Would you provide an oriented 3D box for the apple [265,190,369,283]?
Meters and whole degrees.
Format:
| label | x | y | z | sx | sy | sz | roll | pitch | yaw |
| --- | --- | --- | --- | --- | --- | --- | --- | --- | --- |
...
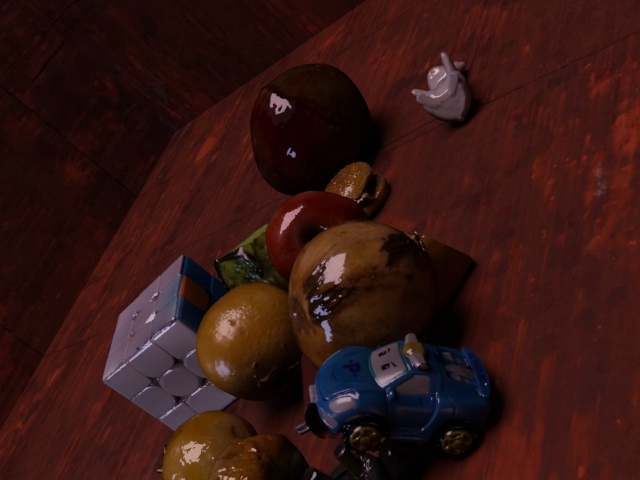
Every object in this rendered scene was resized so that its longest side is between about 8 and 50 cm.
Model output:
| label | x | y | z | sx | sy | sz | roll | pitch | yaw |
| --- | --- | --- | --- | --- | --- | --- | --- | --- | --- |
| apple | 0.000 | 0.000 | 2.052 | 0.260 | 0.260 | 0.216 | -47 | -3 | 4 |

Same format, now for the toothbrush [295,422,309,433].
| label | x | y | z | sx | sy | sz | roll | pitch | yaw |
| --- | --- | --- | --- | --- | --- | --- | --- | --- | --- |
| toothbrush | 0.028 | 0.364 | 1.763 | 0.219 | 0.019 | 0.016 | -32 | 22 | 32 |

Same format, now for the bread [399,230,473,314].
| label | x | y | z | sx | sy | sz | roll | pitch | yaw |
| --- | --- | --- | --- | --- | --- | --- | --- | --- | --- |
| bread | 0.202 | 0.061 | 1.740 | 0.169 | 0.160 | 0.140 | -57 | 26 | -17 |

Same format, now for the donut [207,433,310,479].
| label | x | y | z | sx | sy | sz | roll | pitch | yaw |
| --- | --- | --- | --- | --- | --- | --- | --- | --- | --- |
| donut | -0.091 | 0.495 | 1.470 | 0.160 | 0.330 | 0.330 | -21 | 34 | 20 |

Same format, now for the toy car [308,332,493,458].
| label | x | y | z | sx | sy | sz | roll | pitch | yaw |
| --- | --- | --- | --- | --- | --- | --- | --- | --- | --- |
| toy car | 0.141 | 0.251 | 1.445 | 0.198 | 0.314 | 0.166 | -100 | 17 | -62 |

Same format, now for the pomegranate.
| label | x | y | z | sx | sy | sz | roll | pitch | yaw |
| --- | --- | --- | --- | --- | --- | --- | --- | --- | --- |
| pomegranate | 0.078 | 0.114 | 1.638 | 0.322 | 0.322 | 0.322 | -38 | 27 | 23 |

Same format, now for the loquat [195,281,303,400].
| label | x | y | z | sx | sy | sz | roll | pitch | yaw |
| --- | --- | --- | --- | --- | --- | --- | --- | --- | --- |
| loquat | -0.152 | 0.243 | 1.934 | 0.275 | 0.275 | 0.275 | -38 | 27 | 23 |

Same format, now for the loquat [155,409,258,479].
| label | x | y | z | sx | sy | sz | roll | pitch | yaw |
| --- | --- | --- | --- | --- | --- | --- | --- | --- | --- |
| loquat | -0.234 | 0.476 | 1.777 | 0.244 | 0.244 | 0.244 | -38 | 27 | 23 |

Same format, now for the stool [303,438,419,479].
| label | x | y | z | sx | sy | sz | roll | pitch | yaw |
| --- | --- | --- | --- | --- | --- | --- | --- | --- | --- |
| stool | 0.067 | 0.426 | 1.468 | 0.153 | 0.139 | 0.228 | -4 | 52 | 57 |

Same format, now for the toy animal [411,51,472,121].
| label | x | y | z | sx | sy | sz | roll | pitch | yaw |
| --- | --- | --- | --- | --- | --- | --- | --- | --- | --- |
| toy animal | 0.329 | -0.418 | 2.249 | 0.140 | 0.138 | 0.282 | -43 | 24 | 23 |

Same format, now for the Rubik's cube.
| label | x | y | z | sx | sy | sz | roll | pitch | yaw |
| --- | --- | --- | --- | --- | --- | --- | --- | --- | --- |
| Rubik's cube | -0.353 | 0.274 | 2.195 | 0.291 | 0.292 | 0.290 | -40 | 27 | 21 |

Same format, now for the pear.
| label | x | y | z | sx | sy | sz | roll | pitch | yaw |
| --- | --- | --- | --- | --- | --- | --- | --- | --- | --- |
| pear | -0.114 | 0.081 | 2.205 | 0.164 | 0.238 | 0.255 | -31 | 5 | 42 |

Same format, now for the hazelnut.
| label | x | y | z | sx | sy | sz | roll | pitch | yaw |
| --- | --- | --- | --- | --- | --- | --- | --- | --- | --- |
| hazelnut | -0.036 | -0.323 | 2.499 | 0.421 | 0.353 | 0.420 | -170 | 90 | -84 |

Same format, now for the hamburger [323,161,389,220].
| label | x | y | z | sx | sy | sz | roll | pitch | yaw |
| --- | --- | --- | --- | --- | --- | --- | --- | --- | --- |
| hamburger | 0.090 | -0.132 | 2.264 | 0.182 | 0.118 | 0.191 | -16 | 36 | 45 |

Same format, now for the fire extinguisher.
| label | x | y | z | sx | sy | sz | roll | pitch | yaw |
| --- | --- | --- | --- | --- | --- | --- | --- | --- | --- |
| fire extinguisher | 0.031 | 0.279 | 1.773 | 0.147 | 0.106 | 0.337 | -19 | 20 | 4 |
